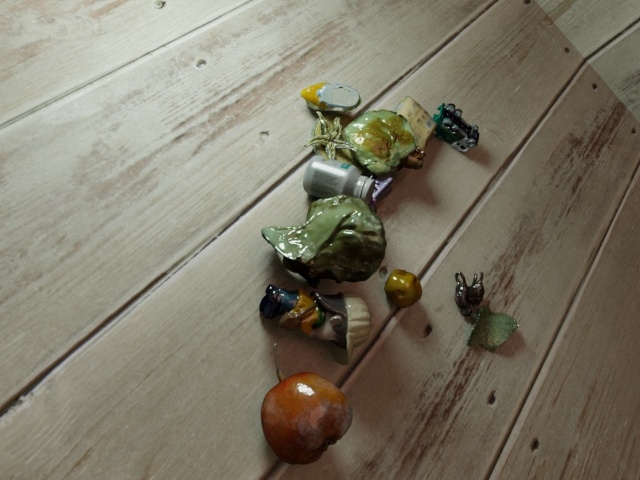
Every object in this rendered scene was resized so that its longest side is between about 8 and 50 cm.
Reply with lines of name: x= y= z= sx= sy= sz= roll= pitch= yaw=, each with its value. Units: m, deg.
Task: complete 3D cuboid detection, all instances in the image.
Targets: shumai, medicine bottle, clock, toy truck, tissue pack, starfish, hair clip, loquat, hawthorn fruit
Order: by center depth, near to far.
hawthorn fruit: x=-0.051 y=0.465 z=1.498 sx=0.235 sy=0.262 sz=0.231 roll=-52 pitch=135 yaw=-27
shumai: x=0.000 y=0.000 z=1.658 sx=0.288 sy=0.329 sz=0.292 roll=7 pitch=89 yaw=-39
medicine bottle: x=0.063 y=-0.186 z=1.845 sx=0.215 sy=0.135 sz=0.135 roll=20 pitch=54 yaw=16
loquat: x=0.276 y=0.155 z=1.881 sx=0.137 sy=0.113 sz=0.137 roll=26 pitch=35 yaw=-20
starfish: x=0.024 y=-0.344 z=1.945 sx=0.175 sy=0.053 sz=0.208 roll=-10 pitch=67 yaw=-22
hair clip: x=0.169 y=-0.139 z=1.951 sx=0.090 sy=0.137 sz=0.279 roll=17 pitch=52 yaw=19
clock: x=0.038 y=-0.507 z=2.020 sx=0.230 sy=0.144 sz=0.104 roll=4 pitch=95 yaw=-22
tissue pack: x=0.340 y=-0.425 z=2.191 sx=0.186 sy=0.090 sz=0.222 roll=40 pitch=56 yaw=-12
toy truck: x=0.538 y=-0.451 z=2.307 sx=0.215 sy=0.116 sz=0.110 roll=32 pitch=57 yaw=-23

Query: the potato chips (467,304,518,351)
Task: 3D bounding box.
potato chips: x=0.614 y=0.313 z=2.039 sx=0.228 sy=0.059 sz=0.167 roll=15 pitch=68 yaw=-29

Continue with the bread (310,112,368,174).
bread: x=0.082 y=-0.341 z=2.033 sx=0.266 sy=0.040 sz=0.267 roll=12 pitch=63 yaw=-24

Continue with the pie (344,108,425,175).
pie: x=0.225 y=-0.353 z=2.027 sx=0.274 sy=0.105 sz=0.258 roll=-12 pitch=75 yaw=-23

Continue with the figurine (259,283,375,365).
figurine: x=0.003 y=0.205 z=1.655 sx=0.332 sy=0.185 sz=0.205 roll=35 pitch=90 yaw=-17

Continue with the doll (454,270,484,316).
doll: x=0.534 y=0.191 z=2.049 sx=0.138 sy=0.057 sz=0.165 roll=6 pitch=74 yaw=-30
